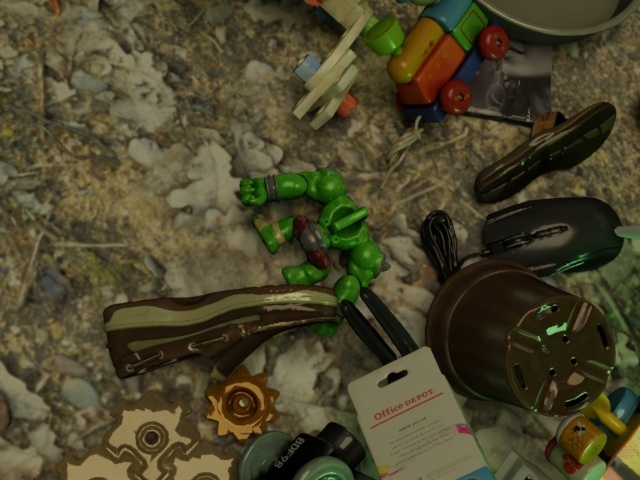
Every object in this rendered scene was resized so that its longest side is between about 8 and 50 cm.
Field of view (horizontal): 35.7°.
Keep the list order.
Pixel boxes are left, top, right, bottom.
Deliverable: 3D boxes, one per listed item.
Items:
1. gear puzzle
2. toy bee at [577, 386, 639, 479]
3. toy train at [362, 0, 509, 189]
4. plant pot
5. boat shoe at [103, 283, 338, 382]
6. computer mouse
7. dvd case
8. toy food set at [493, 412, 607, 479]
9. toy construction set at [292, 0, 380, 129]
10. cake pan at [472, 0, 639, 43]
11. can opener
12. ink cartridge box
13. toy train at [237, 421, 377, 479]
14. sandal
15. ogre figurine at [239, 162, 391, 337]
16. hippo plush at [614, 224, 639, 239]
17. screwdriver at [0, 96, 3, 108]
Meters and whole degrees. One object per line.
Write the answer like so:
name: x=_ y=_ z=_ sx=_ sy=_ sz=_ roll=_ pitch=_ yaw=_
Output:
gear puzzle: x=-0.177 y=0.260 z=1.057 sx=0.175 sy=0.044 sz=0.339 roll=42 pitch=69 yaw=4
toy bee: x=0.367 y=0.198 z=1.108 sx=0.195 sy=0.162 sz=0.298 roll=20 pitch=71 yaw=-2
toy train: x=0.101 y=-0.199 z=1.166 sx=0.143 sy=0.105 sz=0.248 roll=45 pitch=72 yaw=-29
plant pot: x=0.221 y=0.110 z=1.073 sx=0.167 sy=0.165 sz=0.167 roll=-1 pitch=95 yaw=-17
boat shoe: x=-0.104 y=0.106 z=1.075 sx=0.257 sy=0.095 sz=0.095 roll=-7 pitch=81 yaw=11
computer mouse: x=0.261 y=0.034 z=1.191 sx=0.262 sy=0.060 sz=0.184 roll=-5 pitch=74 yaw=-11
dvd case: x=0.223 y=-0.261 z=1.295 sx=0.164 sy=0.018 sz=0.221 roll=9 pitch=72 yaw=-7
toy food set: x=0.205 y=0.268 z=1.064 sx=0.104 sy=0.111 sz=0.232 roll=41 pitch=103 yaw=40
toy construction set: x=-0.035 y=-0.301 z=1.161 sx=0.327 sy=0.151 sz=0.215 roll=54 pitch=28 yaw=-21
cake pan: x=0.285 y=-0.377 z=1.305 sx=0.293 sy=0.054 sz=0.293 roll=4 pitch=65 yaw=-10
can opener: x=0.084 y=0.122 z=1.095 sx=0.059 sy=0.073 sz=0.186 roll=-32 pitch=115 yaw=-3
ink cartridge box: x=0.108 y=0.214 z=1.030 sx=0.104 sy=0.061 sz=0.181 roll=-27 pitch=56 yaw=7
toy train: x=-0.056 y=0.341 z=0.991 sx=0.334 sy=0.142 sz=0.190 roll=-45 pitch=120 yaw=-24
sandal: x=0.276 y=-0.119 z=1.240 sx=0.219 sy=0.090 sz=0.060 roll=-30 pitch=59 yaw=-10
ogre figurine: x=0.000 y=0.000 z=1.137 sx=0.118 sy=0.097 sz=0.197 roll=-28 pitch=69 yaw=-5
hippo plush: x=0.482 y=0.017 z=1.035 sx=0.234 sy=0.236 sz=0.294 roll=-36 pitch=69 yaw=10
screwdriver: x=-0.398 y=-0.233 z=1.179 sx=0.024 sy=0.025 sz=0.170 roll=-16 pitch=86 yaw=-15
